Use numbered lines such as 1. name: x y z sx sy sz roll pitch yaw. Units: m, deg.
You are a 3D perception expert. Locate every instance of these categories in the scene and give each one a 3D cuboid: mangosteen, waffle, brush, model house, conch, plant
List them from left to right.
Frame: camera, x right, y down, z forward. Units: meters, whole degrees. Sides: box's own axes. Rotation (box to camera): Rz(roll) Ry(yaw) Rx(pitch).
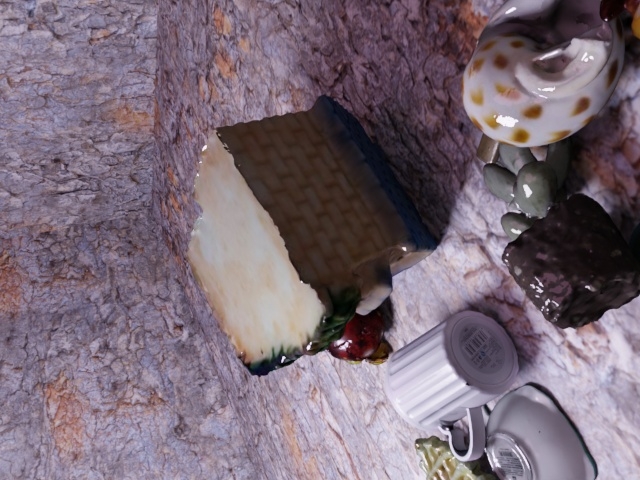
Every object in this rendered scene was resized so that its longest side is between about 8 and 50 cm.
1. model house: 0.000 0.000 1.138 0.395 0.400 0.445 55 146 15
2. mangosteen: 0.077 0.210 1.329 0.166 0.166 0.180 32 154 54
3. waffle: 0.292 0.515 1.094 0.292 0.056 0.309 66 160 -6
4. brush: 0.276 -0.225 0.868 0.043 0.036 0.248 -121 31 -44
5. conch: 0.269 -0.208 0.728 0.275 0.148 0.183 5 82 60
6. plant: 0.304 -0.027 0.770 0.146 0.149 0.275 -25 57 20

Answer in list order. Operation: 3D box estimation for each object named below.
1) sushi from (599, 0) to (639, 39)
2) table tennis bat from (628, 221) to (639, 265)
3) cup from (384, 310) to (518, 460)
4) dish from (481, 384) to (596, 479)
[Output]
1. sushi: 0.366 -0.285 0.519 0.227 0.215 0.212 61 161 -14
2. table tennis bat: 0.440 0.059 0.689 0.124 0.033 0.201 142 116 -64
3. cup: 0.247 0.249 1.017 0.221 0.167 0.202 51 144 13
4. dish: 0.333 0.356 0.974 0.246 0.078 0.224 4 107 62
